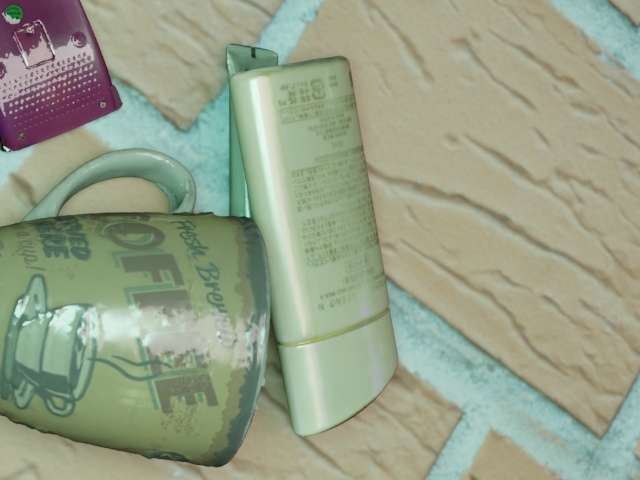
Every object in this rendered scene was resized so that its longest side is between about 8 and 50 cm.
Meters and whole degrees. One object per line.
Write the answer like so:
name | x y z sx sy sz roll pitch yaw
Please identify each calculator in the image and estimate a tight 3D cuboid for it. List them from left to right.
calculator | -0.272 -0.188 1.430 0.126 0.034 0.190 -25 99 -21

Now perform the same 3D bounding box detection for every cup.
cup | -0.195 0.040 1.381 0.257 0.227 0.301 10 56 -20

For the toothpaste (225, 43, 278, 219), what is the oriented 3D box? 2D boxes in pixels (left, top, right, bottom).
toothpaste | -0.068 -0.083 1.519 0.064 0.041 0.218 4 85 -39

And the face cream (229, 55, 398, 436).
face cream | 0.000 0.000 1.502 0.173 0.081 0.348 -20 102 -55
